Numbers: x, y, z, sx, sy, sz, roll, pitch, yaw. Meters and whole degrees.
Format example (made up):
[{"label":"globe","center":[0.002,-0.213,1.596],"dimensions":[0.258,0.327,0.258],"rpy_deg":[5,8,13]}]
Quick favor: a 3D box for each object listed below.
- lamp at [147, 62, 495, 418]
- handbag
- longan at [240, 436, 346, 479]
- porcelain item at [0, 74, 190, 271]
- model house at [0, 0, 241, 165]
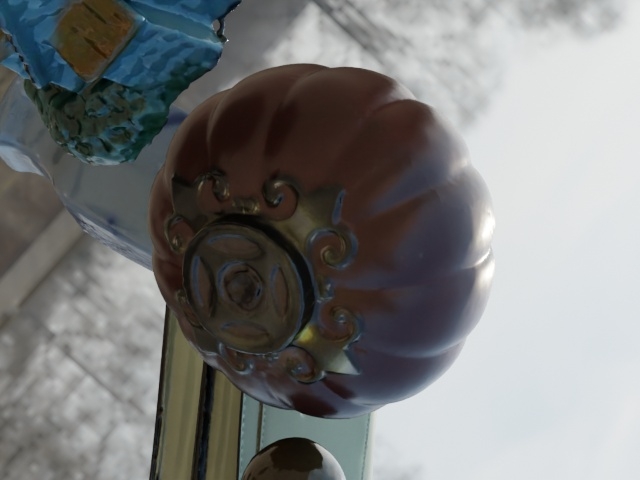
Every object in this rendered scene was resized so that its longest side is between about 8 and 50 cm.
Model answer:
[{"label":"lamp","center":[0.000,0.000,1.503],"dimensions":[0.303,0.303,0.257],"rpy_deg":[-43,172,34]},{"label":"handbag","center":[-0.040,0.131,1.847],"dimensions":[0.160,0.237,0.358],"rpy_deg":[3,-93,48]},{"label":"longan","center":[-0.023,0.221,1.517],"dimensions":[0.113,0.092,0.113],"rpy_deg":[1,90,-89]},{"label":"porcelain item","center":[-0.211,-0.067,2.262],"dimensions":[0.178,0.405,0.242],"rpy_deg":[-56,169,-10]},{"label":"model house","center":[-0.234,-0.219,1.403],"dimensions":[0.226,0.261,0.241],"rpy_deg":[-43,145,26]}]
